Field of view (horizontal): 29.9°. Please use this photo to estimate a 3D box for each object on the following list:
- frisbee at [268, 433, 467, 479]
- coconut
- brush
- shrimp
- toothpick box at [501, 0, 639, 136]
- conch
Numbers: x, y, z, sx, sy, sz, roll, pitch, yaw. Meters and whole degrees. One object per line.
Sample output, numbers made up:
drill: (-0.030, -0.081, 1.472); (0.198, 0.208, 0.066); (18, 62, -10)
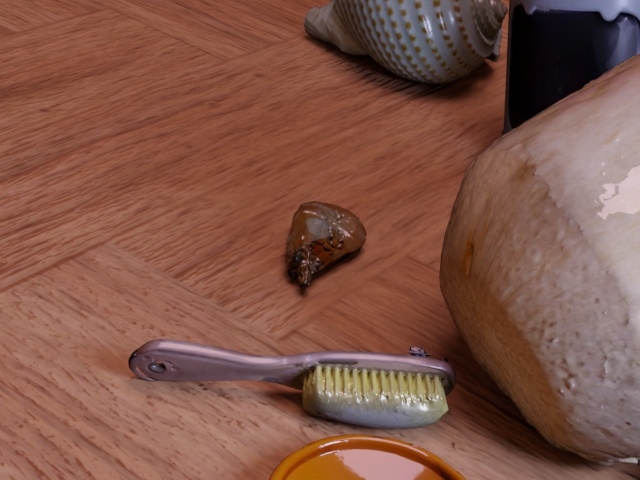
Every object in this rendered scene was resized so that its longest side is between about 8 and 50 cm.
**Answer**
frisbee: (0.045, 0.236, 1.006); (0.192, 0.035, 0.192); (7, 30, -4)
coconut: (0.336, 0.013, 1.162); (0.415, 0.344, 0.415); (-6, 51, 7)
brush: (-0.026, 0.137, 1.127); (0.313, 0.072, 0.067); (6, 45, -5)
shrimp: (0.000, 0.000, 1.375); (0.091, 0.043, 0.184); (19, 31, 9)
toothpick box: (0.373, -0.286, 1.617); (0.263, 0.355, 0.263); (-2, 22, 1)
conch: (0.149, -0.380, 1.892); (0.319, 0.215, 0.303); (24, 23, 21)
